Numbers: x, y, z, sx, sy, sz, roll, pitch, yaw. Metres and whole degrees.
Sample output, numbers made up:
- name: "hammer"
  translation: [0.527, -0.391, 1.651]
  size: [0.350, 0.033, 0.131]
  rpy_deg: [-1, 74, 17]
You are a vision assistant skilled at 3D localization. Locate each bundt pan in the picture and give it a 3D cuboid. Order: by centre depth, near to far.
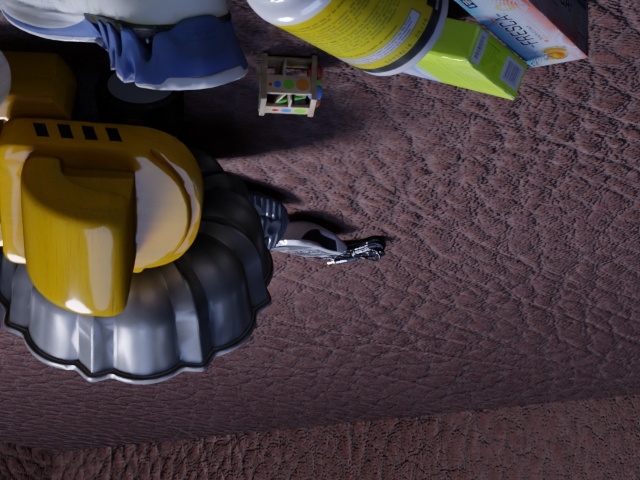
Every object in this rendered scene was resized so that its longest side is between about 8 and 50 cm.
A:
- name: "bundt pan"
  translation: [-0.216, 0.001, 2.021]
  size: [0.331, 0.331, 0.124]
  rpy_deg: [1, 136, -1]

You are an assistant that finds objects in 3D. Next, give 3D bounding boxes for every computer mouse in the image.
- name: "computer mouse"
  translation: [0.000, 0.000, 2.433]
  size: [0.106, 0.042, 0.193]
  rpy_deg: [-4, 169, 33]

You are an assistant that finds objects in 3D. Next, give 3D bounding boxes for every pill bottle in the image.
- name: "pill bottle"
  translation: [0.007, -0.226, 1.511]
  size: [0.119, 0.119, 0.208]
  rpy_deg: [-11, 160, 36]

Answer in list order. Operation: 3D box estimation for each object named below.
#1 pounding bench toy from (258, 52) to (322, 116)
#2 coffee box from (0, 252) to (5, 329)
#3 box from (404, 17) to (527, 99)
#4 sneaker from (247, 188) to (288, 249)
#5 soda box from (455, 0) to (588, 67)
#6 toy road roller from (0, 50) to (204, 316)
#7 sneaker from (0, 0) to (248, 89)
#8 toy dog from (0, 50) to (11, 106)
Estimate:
- name: "pounding bench toy"
  translation: [-0.032, -0.158, 1.865]
  size: [0.065, 0.052, 0.083]
  rpy_deg: [2, 164, -5]
- name: "coffee box"
  translation: [-0.590, 0.062, 2.010]
  size: [0.337, 0.334, 0.338]
  rpy_deg: [-4, 146, 15]
- name: "box"
  translation: [0.097, -0.186, 1.698]
  size: [0.178, 0.042, 0.109]
  rpy_deg: [17, 174, 35]
- name: "sneaker"
  translation: [-0.196, -0.036, 2.256]
  size: [0.319, 0.112, 0.131]
  rpy_deg: [-2, -151, -34]
- name: "soda box"
  translation: [0.188, -0.220, 1.628]
  size: [0.063, 0.058, 0.183]
  rpy_deg: [-7, 161, 28]
- name: "toy road roller"
  translation: [-0.286, -0.052, 1.821]
  size: [0.329, 0.240, 0.202]
  rpy_deg: [4, 128, -1]
- name: "sneaker"
  translation: [-0.159, -0.248, 1.445]
  size: [0.127, 0.182, 0.315]
  rpy_deg: [-12, -155, -32]
- name: "toy dog"
  translation: [-0.456, -0.130, 1.657]
  size: [0.333, 0.161, 0.220]
  rpy_deg: [7, -177, 1]
